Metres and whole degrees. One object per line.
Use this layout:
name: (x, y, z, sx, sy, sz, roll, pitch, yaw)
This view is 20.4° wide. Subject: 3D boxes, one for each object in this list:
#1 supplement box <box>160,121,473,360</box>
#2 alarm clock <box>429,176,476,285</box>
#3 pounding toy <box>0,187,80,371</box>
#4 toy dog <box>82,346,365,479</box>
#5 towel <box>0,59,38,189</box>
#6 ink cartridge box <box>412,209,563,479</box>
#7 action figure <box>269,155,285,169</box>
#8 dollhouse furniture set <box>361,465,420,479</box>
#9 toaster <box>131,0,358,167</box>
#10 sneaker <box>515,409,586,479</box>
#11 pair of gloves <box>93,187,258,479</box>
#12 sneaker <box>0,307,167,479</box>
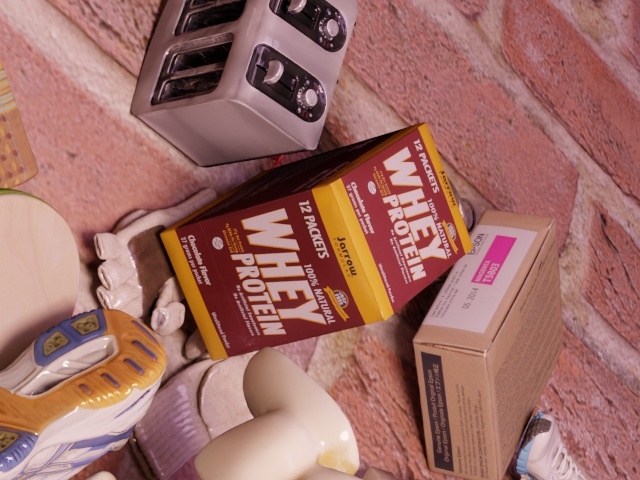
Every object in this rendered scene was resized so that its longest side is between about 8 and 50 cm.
supplement box: (0.000, 0.000, 1.612, 0.191, 0.194, 0.129, -35, 106, -54)
alarm clock: (0.114, -0.016, 1.927, 0.192, 0.064, 0.129, -12, 89, -50)
pounding toy: (-0.303, 0.055, 1.368, 0.237, 0.110, 0.183, -59, 143, -6)
toy dog: (-0.113, 0.327, 1.312, 0.408, 0.395, 0.284, -26, 118, -19)
towel: (-0.373, -0.186, 1.380, 0.271, 0.040, 0.370, -29, 104, -50)
ink cartridge box: (0.185, 0.111, 1.910, 0.234, 0.088, 0.193, -56, 146, -44)
action figure: (-0.060, -0.035, 1.740, 0.038, 0.030, 0.115, 48, 51, -25)
dollhouse furniture set: (0.186, 0.418, 1.788, 0.355, 0.303, 0.174, 24, 106, -39)
toaster: (-0.074, -0.165, 1.653, 0.110, 0.186, 0.168, 36, 61, -38)
sneaker: (0.262, 0.254, 1.955, 0.071, 0.083, 0.190, -59, 156, -29)
pair of gloves: (-0.118, 0.083, 1.622, 0.204, 0.042, 0.240, -22, 98, -52)
sneaker: (-0.243, 0.159, 1.319, 0.296, 0.131, 0.112, -18, 53, -36)
